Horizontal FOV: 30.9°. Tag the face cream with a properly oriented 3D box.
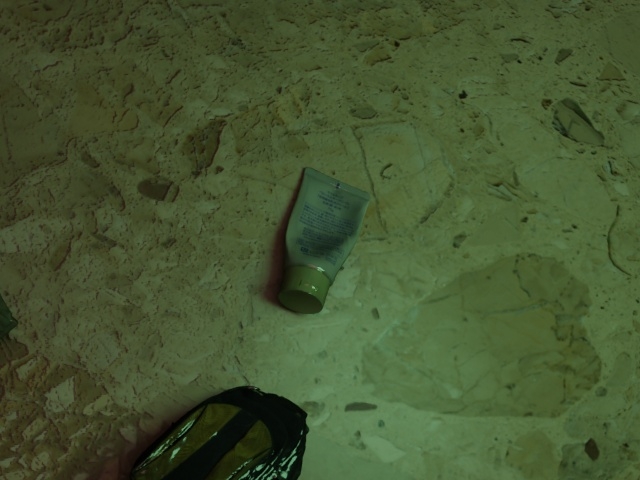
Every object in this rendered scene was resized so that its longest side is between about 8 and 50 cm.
[{"bbox_3d":[0.000,0.000,1.759,0.114,0.070,0.224,23,58,-11],"label":"face cream"}]

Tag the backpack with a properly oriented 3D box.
[{"bbox_3d":[-0.122,0.301,1.589,0.206,0.133,0.258,28,55,26],"label":"backpack"}]

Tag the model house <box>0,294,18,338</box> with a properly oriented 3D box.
[{"bbox_3d":[-0.521,0.086,1.539,0.229,0.122,0.188,-35,101,-8],"label":"model house"}]
